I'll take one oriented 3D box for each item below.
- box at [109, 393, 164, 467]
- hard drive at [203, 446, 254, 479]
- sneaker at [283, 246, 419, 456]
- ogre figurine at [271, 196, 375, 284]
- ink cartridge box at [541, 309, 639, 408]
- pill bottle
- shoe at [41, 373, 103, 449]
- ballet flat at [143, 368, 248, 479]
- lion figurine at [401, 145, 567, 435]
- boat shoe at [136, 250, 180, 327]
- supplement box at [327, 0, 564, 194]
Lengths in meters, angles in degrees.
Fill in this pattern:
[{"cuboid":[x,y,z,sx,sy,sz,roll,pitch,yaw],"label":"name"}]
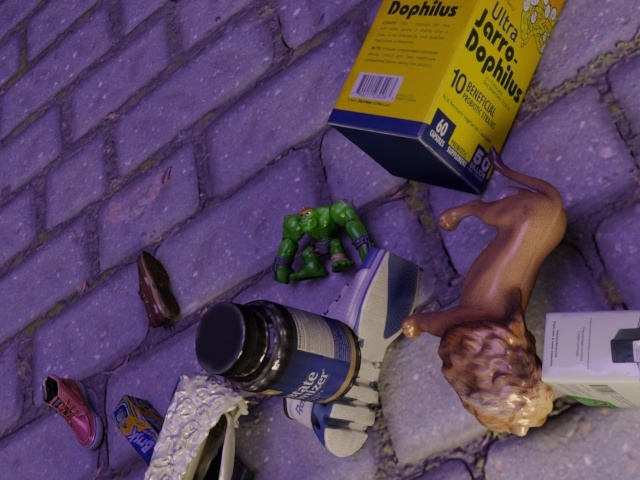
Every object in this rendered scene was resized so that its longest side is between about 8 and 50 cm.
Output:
[{"cuboid":[-0.307,0.344,1.525,0.169,0.059,0.054,33,93,45],"label":"box"},{"cuboid":[-0.215,0.452,1.396,0.172,0.054,0.255,25,84,44],"label":"hard drive"},{"cuboid":[0.014,0.150,1.310,0.182,0.127,0.316,13,79,41],"label":"sneaker"},{"cuboid":[0.000,0.000,1.430,0.197,0.096,0.118,-22,72,48],"label":"ogre figurine"},{"cuboid":[0.384,0.140,0.989,0.208,0.153,0.087,-5,66,37],"label":"ink cartridge box"},{"cuboid":[-0.056,0.147,1.148,0.122,0.219,0.123,-15,66,39],"label":"pill bottle"},{"cuboid":[-0.488,0.333,1.668,0.063,0.081,0.178,-48,46,10],"label":"shoe"},{"cuboid":[-0.217,0.398,1.301,0.146,0.147,0.409,4,69,41],"label":"ballet flat"},{"cuboid":[0.243,0.049,1.131,0.240,0.142,0.393,-1,73,65],"label":"lion figurine"},{"cuboid":[-0.332,0.094,1.673,0.060,0.064,0.178,-40,51,14],"label":"boat shoe"},{"cuboid":[0.200,-0.283,1.332,0.195,0.194,0.357,17,80,44],"label":"supplement box"}]
